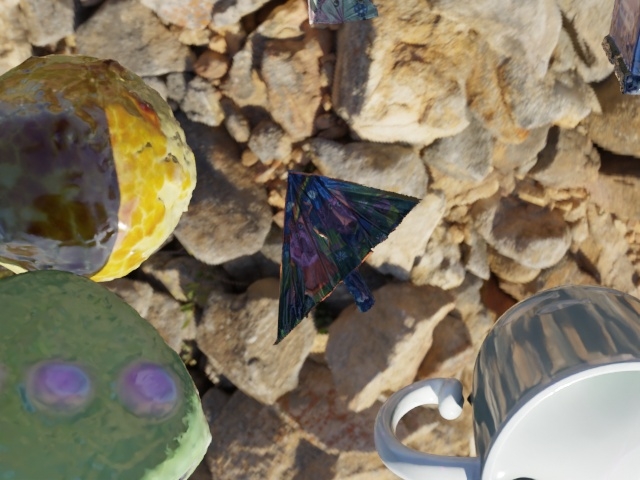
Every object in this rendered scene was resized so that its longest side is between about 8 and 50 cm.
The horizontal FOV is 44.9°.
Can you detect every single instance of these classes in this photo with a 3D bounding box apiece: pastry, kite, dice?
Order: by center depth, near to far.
[{"bbox_3d":[0.027,-0.293,0.836,0.005,0.153,0.137,11,156,50],"label":"kite"},{"bbox_3d":[-0.352,0.255,0.926,0.322,0.330,0.318,44,134,10],"label":"dice"},{"bbox_3d":[0.000,0.000,1.014,0.321,0.016,0.234,-46,62,34],"label":"kite"},{"bbox_3d":[-0.397,-0.109,1.235,0.388,0.312,0.389,0,101,1],"label":"pastry"}]

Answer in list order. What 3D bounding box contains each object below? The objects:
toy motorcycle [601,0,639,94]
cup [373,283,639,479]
[{"bbox_3d":[0.240,-0.264,0.580,0.125,0.359,0.213,2,127,6],"label":"toy motorcycle"},{"bbox_3d":[0.236,0.191,0.812,0.356,0.274,0.260,0,105,8],"label":"cup"}]
